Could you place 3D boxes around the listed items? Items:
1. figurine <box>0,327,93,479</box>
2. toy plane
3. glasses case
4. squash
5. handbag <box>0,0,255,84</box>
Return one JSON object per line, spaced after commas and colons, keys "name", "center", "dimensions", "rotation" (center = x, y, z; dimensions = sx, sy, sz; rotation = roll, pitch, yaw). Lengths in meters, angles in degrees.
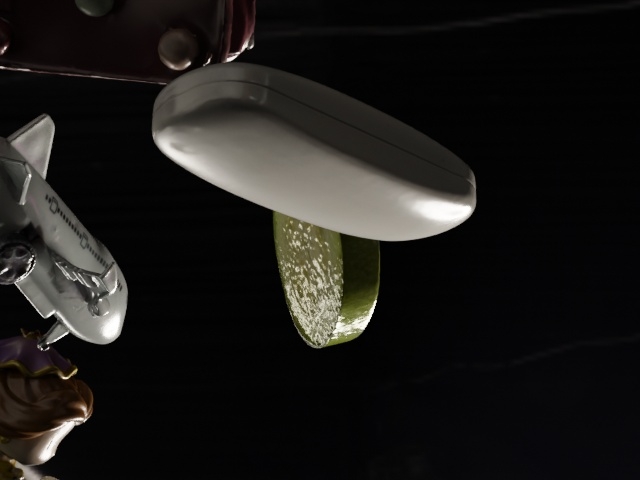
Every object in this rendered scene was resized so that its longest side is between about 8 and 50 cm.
{"name": "figurine", "center": [-0.356, 0.228, 1.391], "dimensions": [0.263, 0.190, 0.142], "rotation": [-63, -175, 1]}
{"name": "toy plane", "center": [-0.226, 0.006, 1.003], "dimensions": [0.251, 0.101, 0.255], "rotation": [43, -22, 41]}
{"name": "glasses case", "center": [0.002, -0.041, 0.633], "dimensions": [0.193, 0.074, 0.049], "rotation": [21, 59, -39]}
{"name": "squash", "center": [0.000, 0.000, 1.475], "dimensions": [0.252, 0.049, 0.252], "rotation": [172, -90, -71]}
{"name": "handbag", "center": [-0.152, -0.210, 0.811], "dimensions": [0.074, 0.216, 0.203], "rotation": [-66, 161, -67]}
